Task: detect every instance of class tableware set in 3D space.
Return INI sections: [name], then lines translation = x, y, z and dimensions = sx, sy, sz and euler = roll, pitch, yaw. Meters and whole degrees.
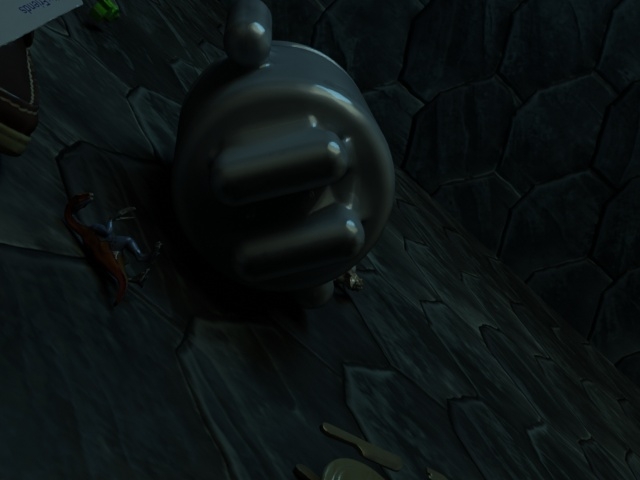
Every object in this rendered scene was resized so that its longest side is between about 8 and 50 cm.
[tableware set]
translation = 0.065, 0.217, 0.758
dimensions = 0.194, 0.039, 0.128
euler = 30, 29, -29

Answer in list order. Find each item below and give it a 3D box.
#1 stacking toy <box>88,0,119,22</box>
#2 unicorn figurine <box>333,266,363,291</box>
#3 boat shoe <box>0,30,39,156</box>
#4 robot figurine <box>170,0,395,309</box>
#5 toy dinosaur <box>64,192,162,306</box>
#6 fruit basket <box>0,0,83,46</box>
[stacking toy]
translation = -0.341, -0.327, 1.264
dimensions = 0.167, 0.052, 0.221
euler = 46, 10, 2
[unicorn figurine]
translation = 0.000, 0.000, 1.261
dimensions = 0.111, 0.060, 0.162
euler = 18, 44, -65
[boat shoe]
translation = -0.281, -0.200, 0.831
dimensions = 0.123, 0.123, 0.342
euler = 32, 17, -45
[robot figurine]
translation = -0.040, -0.079, 1.028
dimensions = 0.353, 0.200, 0.300
euler = -104, -175, -68
[toy dinosaur]
translation = -0.158, -0.002, 0.774
dimensions = 0.082, 0.047, 0.090
euler = 26, 22, 5
[fruit basket]
translation = -0.311, -0.210, 0.517
dimensions = 0.353, 0.165, 0.327
euler = 36, 26, -3
